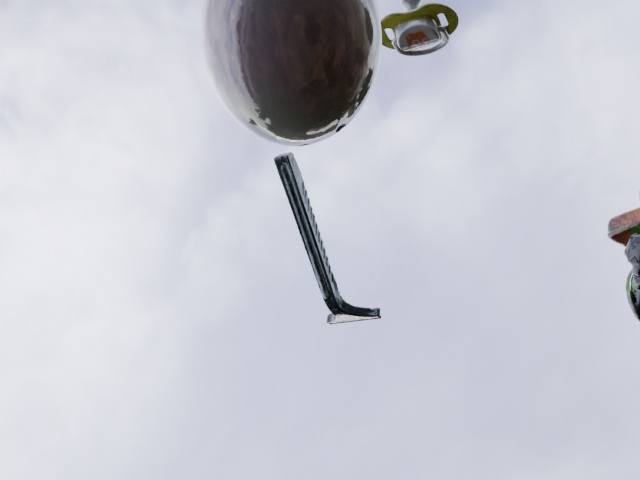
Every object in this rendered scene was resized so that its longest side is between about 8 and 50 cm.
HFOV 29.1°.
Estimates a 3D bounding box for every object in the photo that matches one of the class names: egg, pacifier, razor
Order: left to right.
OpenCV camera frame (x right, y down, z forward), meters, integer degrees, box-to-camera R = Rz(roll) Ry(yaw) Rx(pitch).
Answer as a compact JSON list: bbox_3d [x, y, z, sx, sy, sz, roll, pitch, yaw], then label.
[{"bbox_3d":[-0.017,-0.118,0.708,0.103,0.103,0.135,-16,-53,-16],"label":"egg"},{"bbox_3d":[-0.003,0.003,1.201,0.033,0.066,0.190,-44,-61,-49],"label":"razor"},{"bbox_3d":[0.095,-0.219,1.217,0.083,0.064,0.068,-13,-27,17],"label":"pacifier"}]

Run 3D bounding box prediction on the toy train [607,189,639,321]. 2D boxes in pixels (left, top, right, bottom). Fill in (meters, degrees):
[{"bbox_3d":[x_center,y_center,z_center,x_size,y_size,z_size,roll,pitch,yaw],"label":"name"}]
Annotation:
[{"bbox_3d":[0.380,0.026,1.066,0.296,0.100,0.160,23,-117,-24],"label":"toy train"}]
